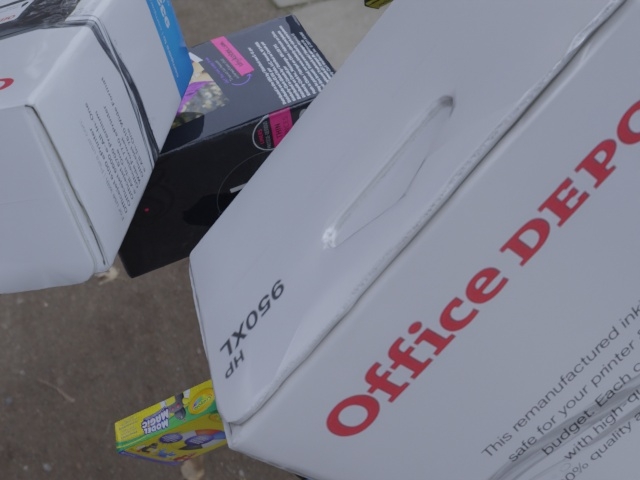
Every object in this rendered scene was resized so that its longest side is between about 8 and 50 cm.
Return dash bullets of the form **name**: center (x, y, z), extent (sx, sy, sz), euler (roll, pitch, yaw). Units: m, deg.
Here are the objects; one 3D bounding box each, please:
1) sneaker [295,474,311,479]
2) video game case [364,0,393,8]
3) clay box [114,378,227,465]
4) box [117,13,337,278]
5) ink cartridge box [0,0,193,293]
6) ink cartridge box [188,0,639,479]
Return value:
- **sneaker**: center (-0.008, 0.176, 0.869), extent (0.078, 0.188, 0.067), euler (8, 6, -9)
- **video game case**: center (0.151, -0.529, 1.189), extent (0.035, 0.274, 0.248), euler (0, -5, -37)
- **clay box**: center (-0.173, 0.263, 1.127), extent (0.222, 0.127, 0.053), euler (-26, 56, 21)
- **box**: center (-0.114, -0.101, 0.823), extent (0.270, 0.165, 0.143), euler (-22, 54, -12)
- **ink cartridge box**: center (-0.244, -0.100, 0.590), extent (0.223, 0.129, 0.307), euler (-8, 35, 8)
- **ink cartridge box**: center (0.164, 0.034, 0.468), extent (0.285, 0.395, 0.166), euler (-50, 33, 15)
